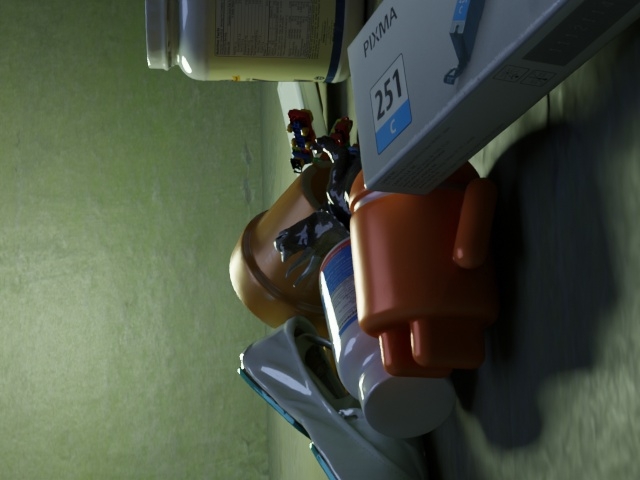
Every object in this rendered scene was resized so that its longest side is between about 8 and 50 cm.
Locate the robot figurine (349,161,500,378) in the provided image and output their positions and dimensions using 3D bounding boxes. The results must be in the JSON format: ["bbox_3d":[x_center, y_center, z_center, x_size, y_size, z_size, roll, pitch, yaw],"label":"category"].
[{"bbox_3d":[0.092,0.009,0.810,0.158,0.128,0.219,71,-167,-70],"label":"robot figurine"}]

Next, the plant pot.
[{"bbox_3d":[0.000,0.000,1.256,0.188,0.205,0.205,120,152,-42],"label":"plant pot"}]

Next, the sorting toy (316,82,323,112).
[{"bbox_3d":[-0.012,-0.389,1.702,0.196,0.047,0.347,125,137,-82],"label":"sorting toy"}]

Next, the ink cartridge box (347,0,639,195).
[{"bbox_3d":[0.107,-0.209,0.664,0.296,0.066,0.261,137,133,-58],"label":"ink cartridge box"}]

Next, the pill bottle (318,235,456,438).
[{"bbox_3d":[0.072,0.096,0.953,0.221,0.124,0.124,-104,16,-55],"label":"pill bottle"}]

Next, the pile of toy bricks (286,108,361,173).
[{"bbox_3d":[0.021,-0.145,1.422,0.212,0.118,0.105,75,-144,-54],"label":"pile of toy bricks"}]

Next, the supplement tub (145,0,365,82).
[{"bbox_3d":[-0.107,-0.368,1.431,0.235,0.325,0.235,180,90,-82],"label":"supplement tub"}]

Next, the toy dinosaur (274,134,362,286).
[{"bbox_3d":[0.070,-0.078,1.064,0.313,0.121,0.160,-39,52,41],"label":"toy dinosaur"}]

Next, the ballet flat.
[{"bbox_3d":[0.036,0.214,1.081,0.400,0.139,0.139,41,136,46],"label":"ballet flat"}]

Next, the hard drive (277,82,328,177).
[{"bbox_3d":[-0.021,-0.175,1.657,0.203,0.040,0.307,117,141,-73],"label":"hard drive"}]

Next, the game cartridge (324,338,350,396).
[{"bbox_3d":[0.000,0.151,1.573,0.323,0.053,0.285,-114,21,-65],"label":"game cartridge"}]
